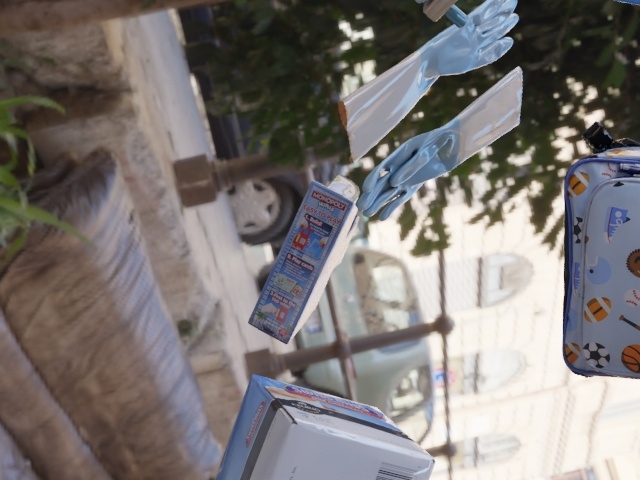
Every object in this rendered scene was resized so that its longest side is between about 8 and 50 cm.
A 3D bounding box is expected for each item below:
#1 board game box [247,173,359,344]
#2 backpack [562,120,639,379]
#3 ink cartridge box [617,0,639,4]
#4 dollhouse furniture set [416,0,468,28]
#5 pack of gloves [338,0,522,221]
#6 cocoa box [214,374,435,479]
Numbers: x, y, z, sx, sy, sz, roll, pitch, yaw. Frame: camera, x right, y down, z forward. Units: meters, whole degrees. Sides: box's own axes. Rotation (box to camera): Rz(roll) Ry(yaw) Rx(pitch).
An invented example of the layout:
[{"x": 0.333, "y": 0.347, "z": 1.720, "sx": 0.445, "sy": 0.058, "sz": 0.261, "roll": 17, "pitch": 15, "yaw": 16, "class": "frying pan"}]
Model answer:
[{"x": 0.000, "y": 0.000, "z": 1.176, "sx": 0.194, "sy": 0.060, "sz": 0.194, "roll": -49, "pitch": 165, "yaw": -58, "class": "board game box"}, {"x": 0.374, "y": 0.027, "z": 0.928, "sx": 0.213, "sy": 0.263, "sz": 0.276, "roll": -36, "pitch": 126, "yaw": -69, "class": "backpack"}, {"x": 0.428, "y": -0.314, "z": 1.018, "sx": 0.078, "sy": 0.231, "sz": 0.134, "roll": -105, "pitch": -156, "yaw": -63, "class": "ink cartridge box"}, {"x": 0.098, "y": -0.288, "z": 0.601, "sx": 0.198, "sy": 0.303, "sz": 0.286, "roll": 39, "pitch": 30, "yaw": -16, "class": "dollhouse furniture set"}, {"x": 0.107, "y": -0.135, "z": 0.937, "sx": 0.046, "sy": 0.232, "sz": 0.195, "roll": 42, "pitch": -22, "yaw": 32, "class": "pack of gloves"}, {"x": -0.030, "y": 0.408, "z": 1.369, "sx": 0.347, "sy": 0.231, "sz": 0.228, "roll": -70, "pitch": -160, "yaw": 3, "class": "cocoa box"}]
